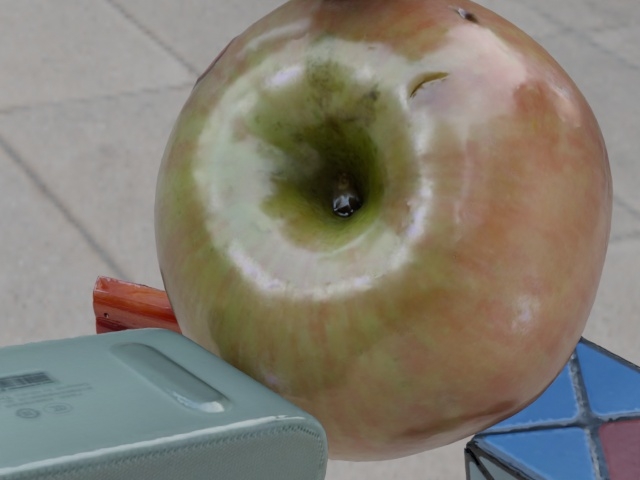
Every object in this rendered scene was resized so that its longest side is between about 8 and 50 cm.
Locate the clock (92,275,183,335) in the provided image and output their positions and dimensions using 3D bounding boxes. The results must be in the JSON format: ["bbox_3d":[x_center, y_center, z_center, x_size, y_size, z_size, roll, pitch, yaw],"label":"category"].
[{"bbox_3d":[-0.132,0.081,1.477,0.155,0.061,0.113,11,-8,10],"label":"clock"}]

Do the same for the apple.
[{"bbox_3d":[0.057,-0.007,1.295,0.391,0.391,0.346,26,-3,29],"label":"apple"}]

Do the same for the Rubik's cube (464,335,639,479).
[{"bbox_3d":[0.355,0.317,2.037,0.248,0.250,0.246,31,56,31],"label":"Rubik's cube"}]

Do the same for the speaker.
[{"bbox_3d":[-0.210,0.178,1.044,0.406,0.183,0.184,-7,26,-39],"label":"speaker"}]
